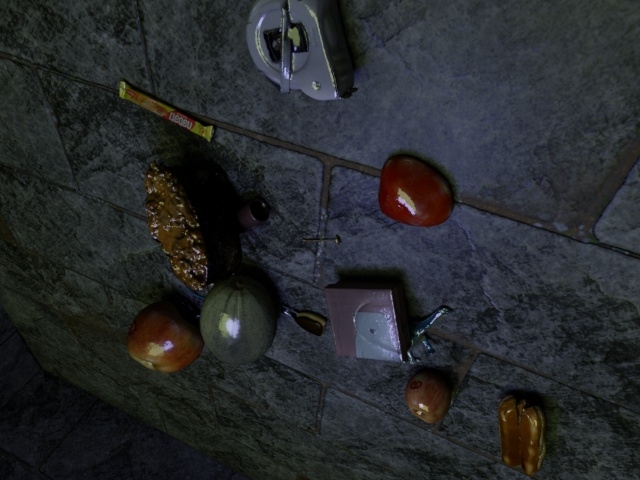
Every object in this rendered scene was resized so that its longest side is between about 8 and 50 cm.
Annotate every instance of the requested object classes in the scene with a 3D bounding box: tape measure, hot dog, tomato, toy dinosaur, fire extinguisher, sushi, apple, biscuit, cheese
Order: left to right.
[{"bbox_3d":[-0.602,0.380,1.796,0.277,0.250,0.309,46,166,-7],"label":"apple"},{"bbox_3d":[-0.400,-0.336,1.222,0.292,0.026,0.048,27,118,7],"label":"biscuit"},{"bbox_3d":[-0.360,-0.033,1.277,0.234,0.208,0.348,-23,86,36],"label":"sushi"},{"bbox_3d":[-0.241,-0.040,1.344,0.071,0.099,0.231,16,152,-41],"label":"fire extinguisher"},{"bbox_3d":[-0.047,-0.384,0.898,0.197,0.120,0.236,4,125,31],"label":"tape measure"},{"bbox_3d":[-0.060,0.259,1.549,0.163,0.036,0.086,23,139,12],"label":"cheese"},{"bbox_3d":[0.233,0.281,1.366,0.363,0.076,0.147,-17,101,38],"label":"toy dinosaur"},{"bbox_3d":[0.204,-0.092,1.035,0.174,0.082,0.166,20,135,18],"label":"tomato"},{"bbox_3d":[0.331,0.484,1.445,0.146,0.131,0.146,20,141,17],"label":"apple"},{"bbox_3d":[0.601,0.579,1.394,0.135,0.100,0.337,10,132,36],"label":"hot dog"}]

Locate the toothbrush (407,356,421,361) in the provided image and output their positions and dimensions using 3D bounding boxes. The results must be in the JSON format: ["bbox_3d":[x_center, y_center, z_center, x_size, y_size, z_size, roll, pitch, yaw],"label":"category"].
[{"bbox_3d":[0.224,0.358,1.483,0.193,0.013,0.019,9,123,26],"label":"toothbrush"}]

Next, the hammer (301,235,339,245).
[{"bbox_3d":[0.000,0.000,1.295,0.123,0.014,0.029,1,120,34],"label":"hammer"}]

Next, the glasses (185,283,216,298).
[{"bbox_3d":[-0.425,0.122,1.648,0.221,0.088,0.189,17,139,47],"label":"glasses"}]

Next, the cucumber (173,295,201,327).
[{"bbox_3d":[-0.496,0.279,1.825,0.181,0.053,0.053,46,136,-9],"label":"cucumber"}]

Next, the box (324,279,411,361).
[{"bbox_3d":[0.133,0.217,1.309,0.215,0.086,0.215,-3,104,33],"label":"box"}]

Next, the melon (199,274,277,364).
[{"bbox_3d":[-0.263,0.257,1.518,0.249,0.248,0.329,19,133,15],"label":"melon"}]
